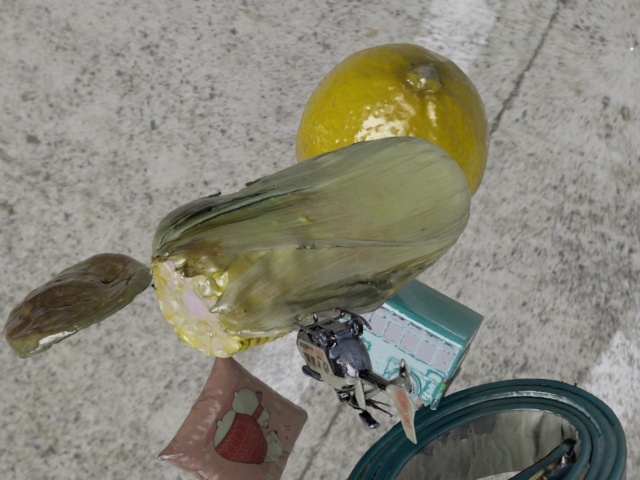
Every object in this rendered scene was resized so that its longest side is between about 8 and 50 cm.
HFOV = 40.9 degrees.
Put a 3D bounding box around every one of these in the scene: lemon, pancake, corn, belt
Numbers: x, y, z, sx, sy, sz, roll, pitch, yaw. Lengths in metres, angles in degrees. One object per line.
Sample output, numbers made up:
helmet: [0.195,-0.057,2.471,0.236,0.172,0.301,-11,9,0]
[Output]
lemon: [0.100,-0.134,1.199,0.293,0.293,0.293,4,103,19]
pancake: [-0.349,0.079,1.238,0.242,0.242,0.050,-12,117,22]
corn: [0.001,-0.003,0.698,0.122,0.305,0.123,-1,109,48]
belt: [0.218,0.364,1.165,0.300,0.437,0.173,35,141,50]

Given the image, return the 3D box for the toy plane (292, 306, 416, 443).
toy plane: [0.016,0.069,0.464,0.121,0.031,0.049,18,121,62]

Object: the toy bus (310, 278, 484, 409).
toy bus: [0.094,0.115,1.253,0.256,0.128,0.147,29,117,14]

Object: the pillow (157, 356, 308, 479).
pillow: [-0.141,0.336,1.498,0.223,0.236,0.084,40,140,-16]
